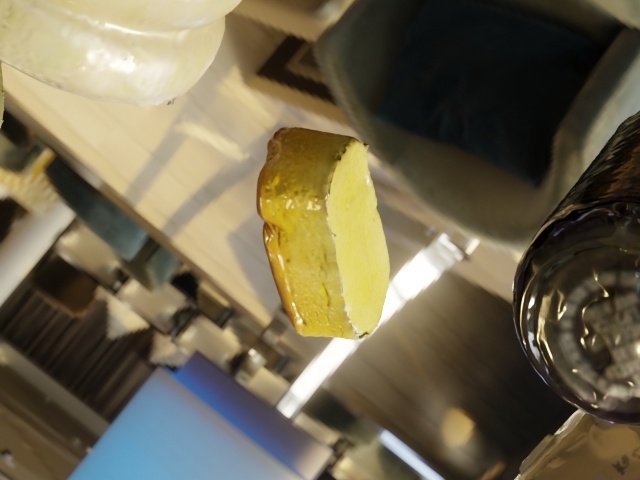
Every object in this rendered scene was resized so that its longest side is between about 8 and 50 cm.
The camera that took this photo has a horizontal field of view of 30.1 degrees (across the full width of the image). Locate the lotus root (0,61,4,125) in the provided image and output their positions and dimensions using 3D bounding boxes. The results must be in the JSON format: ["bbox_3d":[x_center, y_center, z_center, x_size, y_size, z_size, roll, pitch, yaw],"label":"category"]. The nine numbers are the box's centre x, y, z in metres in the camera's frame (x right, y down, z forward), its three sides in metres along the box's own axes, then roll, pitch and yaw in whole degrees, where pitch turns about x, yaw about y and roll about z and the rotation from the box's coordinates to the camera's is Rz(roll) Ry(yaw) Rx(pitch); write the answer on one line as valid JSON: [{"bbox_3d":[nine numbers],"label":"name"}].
[{"bbox_3d":[-0.257,-0.134,0.776,0.090,0.077,0.183,21,-135,-49],"label":"lotus root"}]

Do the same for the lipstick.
[{"bbox_3d":[0.152,-0.024,0.461,0.081,0.081,0.300,36,-148,12],"label":"lipstick"}]

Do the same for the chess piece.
[{"bbox_3d":[-0.044,-0.184,0.401,0.143,0.261,0.142,25,-144,-19],"label":"chess piece"}]

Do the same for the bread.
[{"bbox_3d":[0.000,0.000,1.098,0.094,0.102,0.245,10,143,20],"label":"bread"}]

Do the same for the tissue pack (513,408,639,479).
[{"bbox_3d":[0.227,0.131,0.600,0.215,0.256,0.123,44,-157,16],"label":"tissue pack"}]
